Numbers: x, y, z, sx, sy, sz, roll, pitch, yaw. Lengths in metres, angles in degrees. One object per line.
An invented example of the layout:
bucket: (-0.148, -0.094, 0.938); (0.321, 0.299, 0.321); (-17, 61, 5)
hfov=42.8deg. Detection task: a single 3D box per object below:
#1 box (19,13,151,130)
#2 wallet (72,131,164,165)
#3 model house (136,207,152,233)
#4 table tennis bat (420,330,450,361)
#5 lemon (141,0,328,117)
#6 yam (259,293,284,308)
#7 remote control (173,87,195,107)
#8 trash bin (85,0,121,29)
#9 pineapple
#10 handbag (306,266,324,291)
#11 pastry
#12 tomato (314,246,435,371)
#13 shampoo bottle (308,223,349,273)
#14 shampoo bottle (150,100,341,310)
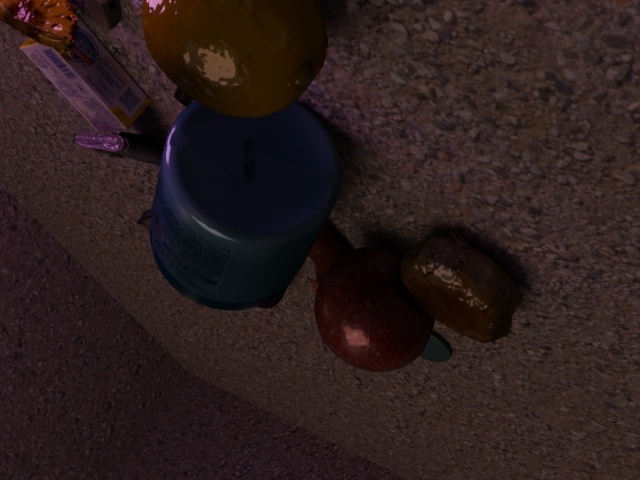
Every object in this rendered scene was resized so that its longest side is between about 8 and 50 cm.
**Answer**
box: (-0.532, -0.376, 1.855); (0.168, 0.097, 0.265); (6, 143, 51)
wallet: (-0.467, -0.228, 1.967); (0.170, 0.070, 0.231); (13, -179, 23)
model house: (-0.253, -0.070, 1.868); (0.202, 0.237, 0.237); (44, 160, -14)
table tennis bat: (0.247, 0.270, 2.094); (0.149, 0.038, 0.237); (36, 153, -4)
lemon: (-0.127, -0.313, 1.202); (0.284, 0.260, 0.260); (42, 168, 46)
yam: (-0.141, 0.103, 2.210); (0.131, 0.131, 0.280); (34, 159, 4)
remote control: (-0.208, -0.246, 1.741); (0.245, 0.025, 0.063); (39, 156, -7)
trash bin: (-0.429, -0.466, 1.608); (0.061, 0.043, 0.092); (33, 161, 7)
pineapple: (-0.578, -0.487, 1.675); (0.233, 0.135, 0.079); (31, 150, -11)
handbag: (0.064, 0.163, 2.111); (0.157, 0.059, 0.212); (16, 151, 39)
pastry: (0.273, 0.089, 1.591); (0.235, 0.121, 0.257); (31, 160, 22)
tomato: (0.108, 0.150, 1.742); (0.227, 0.270, 0.270); (-33, 113, 33)
shampoo bottle: (-0.002, 0.001, 1.862); (0.085, 0.085, 0.244); (7, 142, 50)
shampoo bottle: (-0.154, -0.074, 1.573); (0.331, 0.331, 0.343); (35, 152, 3)
